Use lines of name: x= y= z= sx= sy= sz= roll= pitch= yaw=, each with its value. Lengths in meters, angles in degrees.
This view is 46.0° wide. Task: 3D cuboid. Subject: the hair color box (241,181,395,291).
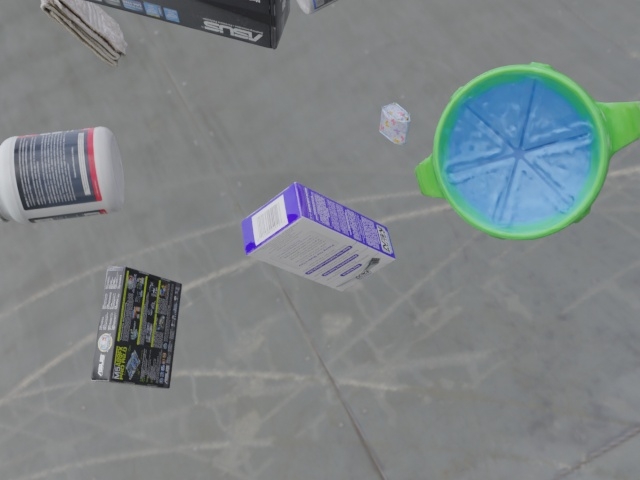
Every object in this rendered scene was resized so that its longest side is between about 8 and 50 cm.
hair color box: x=0.000 y=0.000 z=1.797 sx=0.185 sy=0.338 sz=0.110 roll=-33 pitch=51 yaw=31

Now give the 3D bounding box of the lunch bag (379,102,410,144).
lunch bag: x=0.181 y=-0.272 z=1.773 sx=0.053 sy=0.071 sz=0.083 roll=-20 pitch=45 yaw=-24

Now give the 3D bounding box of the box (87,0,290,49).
box: x=-0.241 y=-0.455 z=1.106 sx=0.394 sy=0.318 sz=0.097 roll=16 pitch=70 yaw=3

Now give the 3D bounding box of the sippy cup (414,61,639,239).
sippy cup: x=0.306 y=-0.134 z=1.084 sx=0.305 sy=0.240 sz=0.224 roll=23 pitch=21 yaw=21

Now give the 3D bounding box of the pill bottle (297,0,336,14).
pill bottle: x=0.017 y=-0.530 z=1.555 sx=0.137 sy=0.078 sz=0.078 roll=-30 pitch=25 yaw=-11

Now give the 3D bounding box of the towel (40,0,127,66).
towel: x=-0.482 y=-0.459 z=1.533 sx=0.049 sy=0.187 sz=0.282 roll=-43 pitch=36 yaw=9

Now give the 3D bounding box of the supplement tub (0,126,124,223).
supplement tub: x=-0.573 y=-0.138 z=1.625 sx=0.272 sy=0.191 sz=0.191 roll=-8 pitch=24 yaw=-7

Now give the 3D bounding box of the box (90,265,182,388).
box: x=-0.437 y=0.214 z=1.819 sx=0.060 sy=0.216 sz=0.270 roll=-3 pitch=75 yaw=29
